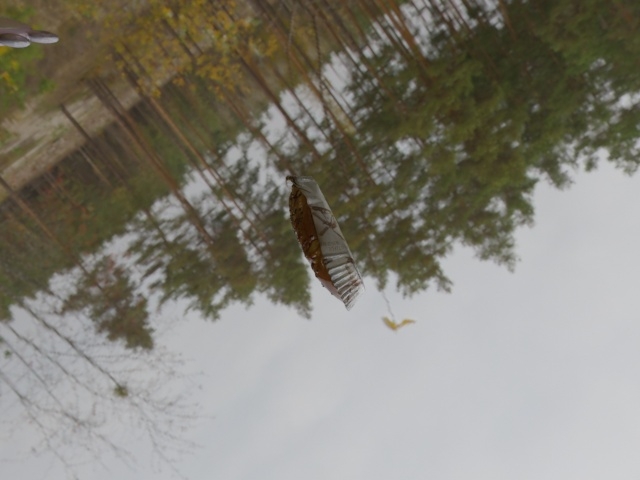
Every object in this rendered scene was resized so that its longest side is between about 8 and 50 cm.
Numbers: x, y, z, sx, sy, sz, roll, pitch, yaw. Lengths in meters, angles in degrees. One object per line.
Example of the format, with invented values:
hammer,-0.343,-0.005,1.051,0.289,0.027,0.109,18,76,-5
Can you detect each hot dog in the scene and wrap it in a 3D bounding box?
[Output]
hot dog,0.000,0.000,0.848,0.053,0.099,0.192,-25,-124,2

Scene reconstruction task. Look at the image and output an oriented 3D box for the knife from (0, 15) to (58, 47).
knife,-0.398,-0.168,0.631,0.132,0.038,0.399,15,-157,17
